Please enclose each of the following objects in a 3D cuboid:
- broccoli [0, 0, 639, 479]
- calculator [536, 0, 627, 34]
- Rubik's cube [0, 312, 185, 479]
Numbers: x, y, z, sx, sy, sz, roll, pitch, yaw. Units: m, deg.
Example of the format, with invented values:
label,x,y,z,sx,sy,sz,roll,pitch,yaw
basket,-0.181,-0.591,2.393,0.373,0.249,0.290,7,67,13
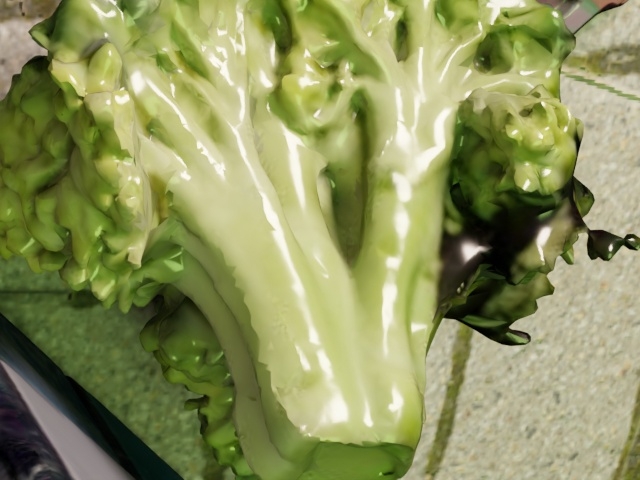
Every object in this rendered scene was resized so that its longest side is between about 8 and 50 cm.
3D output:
label,x,y,z,sx,sy,sz,roll,pitch,yaw
broccoli,0.000,-0.006,0.904,0.293,0.281,0.348,-24,145,21
calculator,0.164,-0.224,1.034,0.329,0.048,0.220,-37,141,-3
Rubik's cube,-0.201,0.236,0.922,0.313,0.318,0.316,-43,124,-3
